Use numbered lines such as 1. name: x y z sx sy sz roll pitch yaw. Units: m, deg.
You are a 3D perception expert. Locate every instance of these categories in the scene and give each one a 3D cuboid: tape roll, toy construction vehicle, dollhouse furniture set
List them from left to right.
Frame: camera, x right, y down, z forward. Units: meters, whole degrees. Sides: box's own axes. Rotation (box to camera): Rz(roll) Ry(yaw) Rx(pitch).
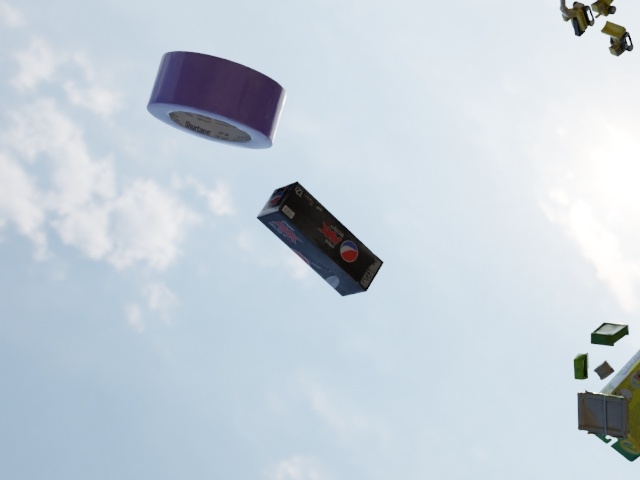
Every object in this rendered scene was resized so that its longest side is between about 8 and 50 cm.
1. tape roll: -0.148 -0.199 1.504 0.189 0.189 0.080 21 -99 -32
2. toy construction vehicle: 0.342 -0.277 1.315 0.086 0.035 0.098 38 168 45
3. dollhouse furniture set: 0.398 0.194 1.456 0.058 0.076 0.152 -17 -74 -53

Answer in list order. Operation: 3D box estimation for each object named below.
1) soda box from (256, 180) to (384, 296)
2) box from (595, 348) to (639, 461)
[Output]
1. soda box: 0.000 0.000 1.373 0.169 0.060 0.053 43 -120 -20
2. box: 0.477 0.232 1.537 0.105 0.179 0.043 38 -166 -3
